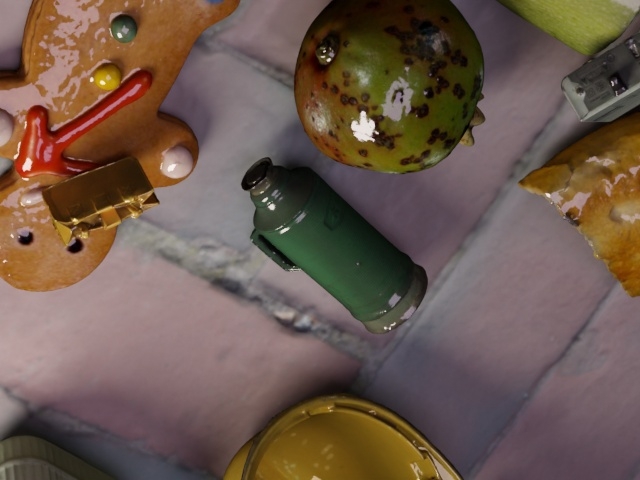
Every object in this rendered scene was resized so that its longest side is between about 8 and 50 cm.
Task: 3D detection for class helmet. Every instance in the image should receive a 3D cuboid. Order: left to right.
[{"bbox_3d":[0.002,0.250,1.779,0.257,0.140,0.205,32,67,-28],"label":"helmet"}]

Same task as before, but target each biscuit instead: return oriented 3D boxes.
[{"bbox_3d":[-0.182,-0.099,1.591,0.205,0.049,0.324,16,110,-28],"label":"biscuit"}]

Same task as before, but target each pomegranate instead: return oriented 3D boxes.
[{"bbox_3d":[0.067,-0.124,1.618,0.205,0.159,0.159,18,109,-54],"label":"pomegranate"}]

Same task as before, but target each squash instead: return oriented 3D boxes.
[{"bbox_3d":[0.124,-0.269,1.596,0.287,0.137,0.137,27,104,-16],"label":"squash"}]

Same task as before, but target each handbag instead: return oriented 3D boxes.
[{"bbox_3d":[-0.172,-0.032,1.565,0.083,0.061,0.027,-22,123,-7],"label":"handbag"}]

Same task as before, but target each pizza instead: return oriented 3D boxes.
[{"bbox_3d":[0.348,-0.042,1.802,0.365,0.074,0.182,-10,120,-15],"label":"pizza"}]

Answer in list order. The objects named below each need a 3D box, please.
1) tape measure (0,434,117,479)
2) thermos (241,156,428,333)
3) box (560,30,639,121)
[{"bbox_3d":[-0.258,0.293,1.724,0.207,0.115,0.235,33,109,-30],"label":"tape measure"},{"bbox_3d":[0.004,-0.003,1.699,0.188,0.083,0.073,42,74,-30],"label":"thermos"},{"bbox_3d":[0.328,-0.182,1.633,0.270,0.211,0.045,-32,84,16],"label":"box"}]
